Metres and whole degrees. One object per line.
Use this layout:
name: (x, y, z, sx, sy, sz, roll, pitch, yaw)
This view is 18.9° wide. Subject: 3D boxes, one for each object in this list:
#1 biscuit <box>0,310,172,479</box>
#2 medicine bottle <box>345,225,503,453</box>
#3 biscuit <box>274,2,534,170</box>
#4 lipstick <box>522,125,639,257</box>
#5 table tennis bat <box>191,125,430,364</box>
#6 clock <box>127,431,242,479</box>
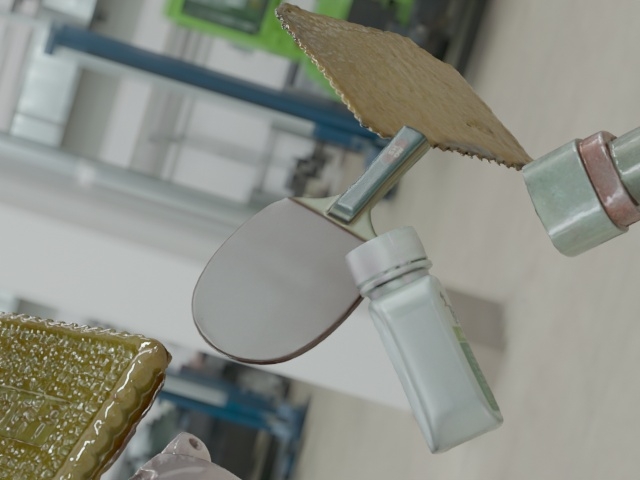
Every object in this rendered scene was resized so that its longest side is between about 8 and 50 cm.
biscuit: (-0.223, 0.130, 1.389, 0.254, 0.029, 0.172, 6, 56, 49)
medicine bottle: (0.086, 0.083, 1.605, 0.183, 0.069, 0.119, 64, -177, 10)
biscuit: (0.083, -0.152, 1.901, 0.013, 0.232, 0.237, -59, 43, 25)
lipstick: (0.217, -0.057, 1.148, 0.057, 0.186, 0.063, 8, -122, -65)
table tennis bat: (0.000, 0.000, 1.699, 0.274, 0.154, 0.021, -47, -37, -18)
clock: (-0.082, 0.353, 1.675, 0.184, 0.326, 0.342, -52, -7, 30)
